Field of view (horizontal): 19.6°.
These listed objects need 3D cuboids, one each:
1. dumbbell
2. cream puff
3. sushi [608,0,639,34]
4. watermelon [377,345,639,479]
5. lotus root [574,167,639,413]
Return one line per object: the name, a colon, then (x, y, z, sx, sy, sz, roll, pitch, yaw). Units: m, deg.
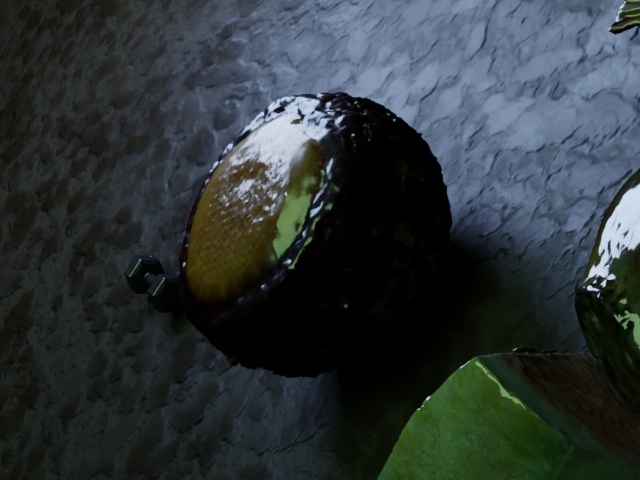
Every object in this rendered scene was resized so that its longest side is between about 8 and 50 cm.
dumbbell: (-0.156, 0.041, 1.761, 0.040, 0.036, 0.083, -57, 33, -1)
cream puff: (0.000, 0.000, 1.476, 0.239, 0.165, 0.239, -35, 39, 36)
sushi: (0.349, -0.234, 1.262, 0.332, 0.130, 0.124, -49, 33, 10)
watermelon: (0.141, 0.167, 1.148, 0.193, 0.231, 0.310, -120, 24, -52)
lotus root: (0.271, -0.003, 1.064, 0.260, 0.149, 0.267, -20, 36, 5)
